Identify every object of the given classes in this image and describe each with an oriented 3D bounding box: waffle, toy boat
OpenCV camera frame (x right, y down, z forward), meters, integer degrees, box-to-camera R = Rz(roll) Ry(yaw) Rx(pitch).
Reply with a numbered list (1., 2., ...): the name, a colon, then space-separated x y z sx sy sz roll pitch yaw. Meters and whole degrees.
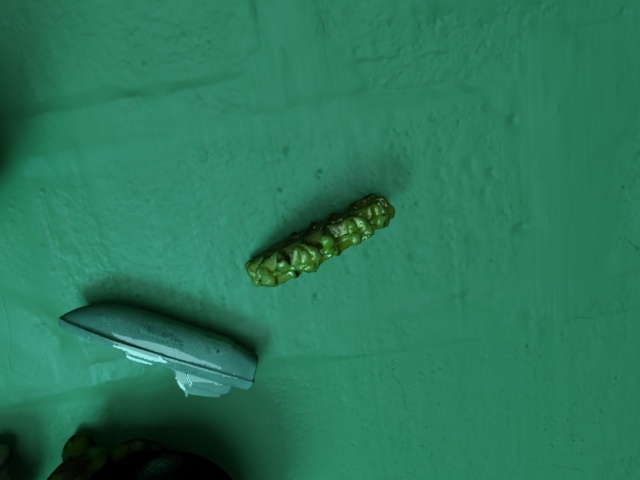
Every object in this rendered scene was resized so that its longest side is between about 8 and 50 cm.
1. waffle: 0.000 0.000 0.592 0.192 0.161 0.046 -33 100 -24
2. toy boat: -0.212 0.146 0.622 0.261 0.078 0.085 21 89 -11

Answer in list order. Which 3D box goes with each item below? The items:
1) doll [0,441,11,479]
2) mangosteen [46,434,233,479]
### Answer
1. doll: -0.531 0.312 0.639 0.303 0.156 0.201 38 143 6
2. mangosteen: -0.243 0.413 0.588 0.314 0.297 0.296 13 104 -10
